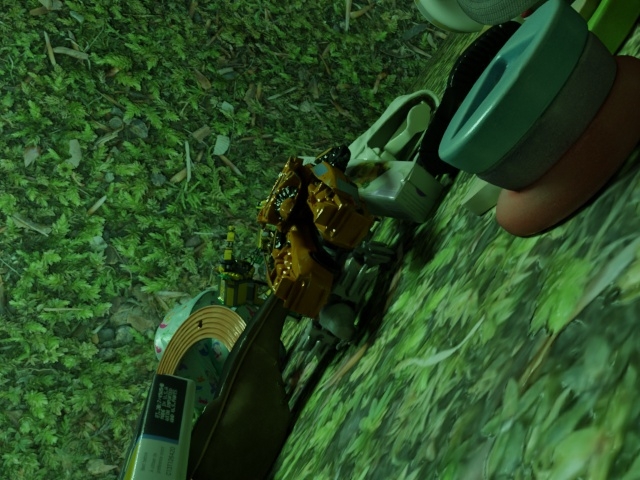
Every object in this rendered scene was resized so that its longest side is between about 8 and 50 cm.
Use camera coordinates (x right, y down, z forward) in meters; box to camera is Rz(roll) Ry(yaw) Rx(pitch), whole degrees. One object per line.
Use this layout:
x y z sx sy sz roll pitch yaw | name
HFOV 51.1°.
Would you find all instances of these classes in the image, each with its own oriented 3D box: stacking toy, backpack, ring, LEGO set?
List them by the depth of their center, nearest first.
0.177 -0.164 0.537 0.308 0.130 0.279 -57 4 -6 | stacking toy
-0.197 0.279 1.154 0.337 0.032 0.336 -18 64 43 | ring
-0.046 -0.011 1.232 0.331 0.255 0.192 -45 -33 -59 | LEGO set
-0.205 0.229 1.369 0.191 0.253 0.225 -33 12 25 | backpack

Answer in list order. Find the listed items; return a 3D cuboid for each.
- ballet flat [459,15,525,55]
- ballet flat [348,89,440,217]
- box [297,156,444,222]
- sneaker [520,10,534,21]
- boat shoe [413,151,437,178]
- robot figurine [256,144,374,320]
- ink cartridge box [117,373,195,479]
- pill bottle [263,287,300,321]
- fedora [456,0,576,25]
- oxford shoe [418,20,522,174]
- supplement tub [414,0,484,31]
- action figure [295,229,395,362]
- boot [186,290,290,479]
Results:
0.283 -0.308 1.022 0.232 0.080 0.073 125 149 -73 | ballet flat
0.139 -0.189 1.439 0.400 0.139 0.139 -55 2 -26 | ballet flat
0.050 -0.084 1.019 0.063 0.067 0.324 -59 30 -11 | box
0.300 -0.332 0.863 0.118 0.067 0.042 -55 5 37 | sneaker
0.168 -0.117 1.004 0.125 0.038 0.046 -61 -40 -41 | boat shoe
-0.018 -0.027 0.895 0.211 0.085 0.291 -60 20 14 | robot figurine
-0.225 0.368 0.780 0.303 0.072 0.307 -102 33 -60 | ink cartridge box
-0.051 0.096 1.615 0.184 0.103 0.103 -57 3 2 | pill bottle
0.252 -0.339 0.714 0.243 0.125 0.275 -56 27 38 | fedora
0.202 -0.196 0.917 0.227 0.083 0.096 -56 -1 7 | oxford shoe
0.298 -0.538 1.334 0.241 0.241 0.331 -56 4 18 | supplement tub
0.027 0.058 0.940 0.185 0.099 0.285 -49 20 18 | action figure
-0.087 0.202 0.936 0.112 0.115 0.305 122 172 -61 | boot
